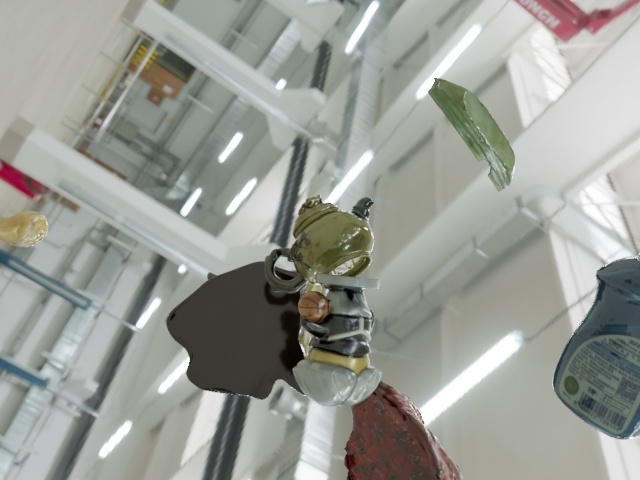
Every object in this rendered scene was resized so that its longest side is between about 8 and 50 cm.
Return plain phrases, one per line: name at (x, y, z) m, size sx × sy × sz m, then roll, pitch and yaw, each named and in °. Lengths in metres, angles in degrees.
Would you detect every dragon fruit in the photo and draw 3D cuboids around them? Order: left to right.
dragon fruit at (0.201, 0.429, 1.656) m, size 0.286 × 0.227 × 0.329 m, roll -35°, pitch -124°, yaw 42°

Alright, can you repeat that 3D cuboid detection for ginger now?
ginger at (-0.165, 0.238, 1.964) m, size 0.413 × 0.359 × 0.211 m, roll -15°, pitch 172°, yaw -7°

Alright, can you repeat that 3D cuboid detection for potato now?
potato at (-0.496, -0.019, 1.276) m, size 0.068 × 0.083 × 0.062 m, roll 102°, pitch -6°, yaw -47°

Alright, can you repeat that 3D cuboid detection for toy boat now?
toy boat at (0.322, -0.219, 1.573) m, size 0.055 × 0.293 × 0.093 m, roll -13°, pitch -139°, yaw 44°

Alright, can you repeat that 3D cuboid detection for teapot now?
teapot at (0.000, 0.000, 1.568) m, size 0.269 × 0.183 × 0.173 m, roll -29°, pitch 158°, yaw -2°

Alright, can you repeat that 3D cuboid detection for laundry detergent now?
laundry detergent at (0.407, 0.110, 0.992) m, size 0.143 × 0.094 × 0.290 m, roll 40°, pitch -51°, yaw 41°

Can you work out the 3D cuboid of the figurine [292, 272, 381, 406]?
figurine at (0.029, 0.180, 1.383) m, size 0.133 × 0.176 × 0.237 m, roll 2°, pitch -93°, yaw 54°
